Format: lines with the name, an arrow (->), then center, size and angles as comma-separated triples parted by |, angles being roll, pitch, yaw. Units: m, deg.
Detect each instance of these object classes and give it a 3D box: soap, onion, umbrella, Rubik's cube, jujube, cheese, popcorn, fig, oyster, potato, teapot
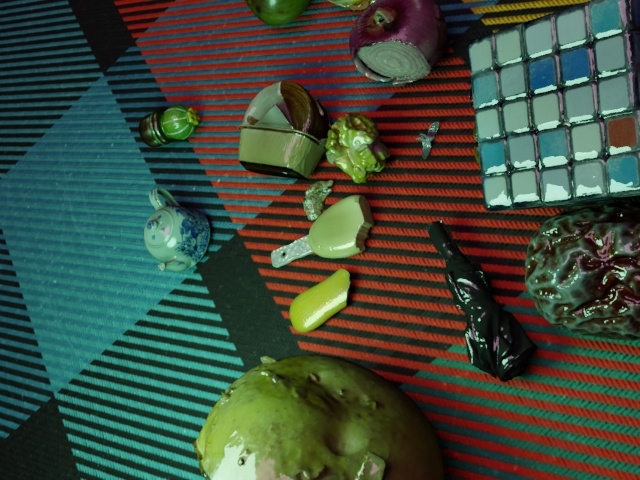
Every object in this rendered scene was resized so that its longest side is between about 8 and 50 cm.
soap -> 0.005, 0.130, 1.596 | 0.168, 0.033, 0.089 | -32, 62, 19
onion -> 0.169, -0.442, 1.612 | 0.207, 0.201, 0.200 | -31, 54, 57
umbrella -> 0.279, 0.101, 1.393 | 0.118, 0.118, 0.340 | -34, 59, 18
Rubik's cube -> 0.441, -0.205, 1.202 | 0.293, 0.287, 0.292 | -10, 88, 50
jujube -> 0.497, 0.048, 1.207 | 0.317, 0.226, 0.226 | -2, 73, 34
cheese -> 0.000, 0.000, 1.634 | 0.255, 0.050, 0.127 | -26, 64, 24
popcorn -> 0.079, -0.199, 1.607 | 0.145, 0.126, 0.126 | 48, 110, 9
fig -> -0.095, -0.622, 1.835 | 0.191, 0.181, 0.181 | -22, 60, -6
oyster -> -0.007, -0.092, 1.675 | 0.081, 0.038, 0.083 | -17, 64, 24
potato -> 0.017, 0.365, 1.306 | 0.442, 0.385, 0.319 | 34, 81, 25
teapot -> -0.359, -0.021, 1.803 | 0.159, 0.159, 0.232 | -25, 62, 23

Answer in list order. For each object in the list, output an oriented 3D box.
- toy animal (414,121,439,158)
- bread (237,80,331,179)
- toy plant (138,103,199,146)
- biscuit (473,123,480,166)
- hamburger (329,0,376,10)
toy animal -> 0.217, -0.212, 1.582 | 0.050, 0.028, 0.084 | 20, 84, 26
bread -> -0.085, -0.251, 1.714 | 0.224, 0.142, 0.212 | 12, 84, 35
toy plant -> -0.385, -0.298, 1.946 | 0.162, 0.093, 0.092 | -13, 68, 28
biscuit -> 0.398, -0.215, 1.464 | 0.226, 0.042, 0.226 | -10, 70, 30
hamburger -> 0.083, -0.638, 1.740 | 0.237, 0.147, 0.237 | -18, 53, 25
